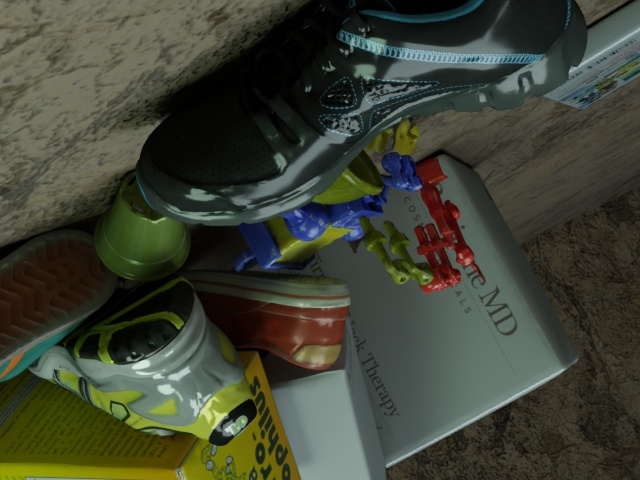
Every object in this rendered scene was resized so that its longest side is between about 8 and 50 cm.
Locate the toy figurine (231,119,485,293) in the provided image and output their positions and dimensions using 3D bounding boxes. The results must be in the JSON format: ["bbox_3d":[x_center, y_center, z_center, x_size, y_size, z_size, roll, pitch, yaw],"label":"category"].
[{"bbox_3d":[0.000,0.000,1.363,0.217,0.191,0.362,-25,172,19],"label":"toy figurine"}]

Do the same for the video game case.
[{"bbox_3d":[0.411,-0.259,1.586,0.329,0.036,0.300,-32,171,19],"label":"video game case"}]

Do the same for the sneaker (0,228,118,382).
[{"bbox_3d":[-0.312,0.091,1.139,0.302,0.108,0.121,-23,166,-37],"label":"sneaker"}]

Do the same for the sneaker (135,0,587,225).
[{"bbox_3d":[0.012,-0.128,0.953,0.340,0.125,0.140,-26,144,5],"label":"sneaker"}]

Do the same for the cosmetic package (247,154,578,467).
[{"bbox_3d":[0.106,0.122,1.902,0.393,0.329,0.327,-30,171,11],"label":"cosmetic package"}]

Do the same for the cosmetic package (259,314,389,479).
[{"bbox_3d":[-0.002,0.284,1.623,0.156,0.385,0.217,-11,-156,5],"label":"cosmetic package"}]

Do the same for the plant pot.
[{"bbox_3d":[-0.146,-0.020,1.143,0.083,0.083,0.079,-24,159,-25],"label":"plant pot"}]

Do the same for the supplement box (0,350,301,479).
[{"bbox_3d":[-0.229,0.248,1.426,0.356,0.194,0.195,-3,-150,26],"label":"supplement box"}]

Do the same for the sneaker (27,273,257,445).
[{"bbox_3d":[-0.184,0.118,1.291,0.145,0.147,0.384,-40,-163,-15],"label":"sneaker"}]

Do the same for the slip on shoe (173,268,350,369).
[{"bbox_3d":[-0.094,0.083,1.509,0.123,0.101,0.331,-1,-176,-42],"label":"slip on shoe"}]
